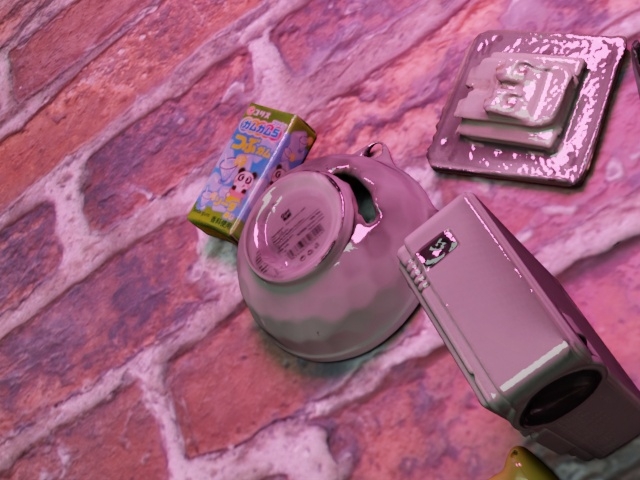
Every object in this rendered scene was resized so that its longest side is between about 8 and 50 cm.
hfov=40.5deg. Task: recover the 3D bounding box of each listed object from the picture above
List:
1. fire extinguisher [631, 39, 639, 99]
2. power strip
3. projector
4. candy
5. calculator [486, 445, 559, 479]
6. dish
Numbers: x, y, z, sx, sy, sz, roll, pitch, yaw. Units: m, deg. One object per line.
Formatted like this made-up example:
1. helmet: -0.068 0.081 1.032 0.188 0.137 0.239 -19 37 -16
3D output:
1. fire extinguisher: 0.439 -0.122 0.834 0.311 0.095 0.114 20 113 40
2. power strip: 0.232 -0.171 1.024 0.213 0.064 0.198 11 76 36
3. projector: 0.190 0.092 0.794 0.099 0.257 0.192 -40 52 13
4. candy: -0.096 -0.089 1.208 0.097 0.062 0.194 21 79 40
5. calculator: 0.200 0.321 0.819 0.157 0.033 0.236 -39 53 11
6. dish: 0.000 0.000 1.060 0.303 0.120 0.303 -15 60 29
